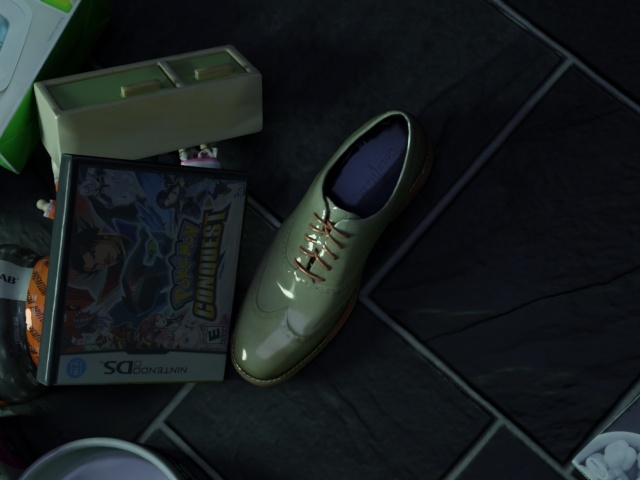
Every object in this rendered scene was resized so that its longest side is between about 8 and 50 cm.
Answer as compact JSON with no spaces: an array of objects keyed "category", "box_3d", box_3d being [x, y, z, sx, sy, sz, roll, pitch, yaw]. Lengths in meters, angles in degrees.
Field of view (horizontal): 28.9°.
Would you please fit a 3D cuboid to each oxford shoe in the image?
[{"category":"oxford shoe","box_3d":[0.000,0.000,1.553,0.140,0.146,0.397,29,86,12]}]

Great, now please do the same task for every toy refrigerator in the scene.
[{"category":"toy refrigerator","box_3d":[-0.216,-0.173,1.581,0.269,0.094,0.102,-14,37,-22]}]

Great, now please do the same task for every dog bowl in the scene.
[{"category":"dog bowl","box_3d":[-0.264,0.380,1.547,0.265,0.104,0.265,-2,79,10]}]

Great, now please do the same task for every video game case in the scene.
[{"category":"video game case","box_3d":[-0.213,0.041,1.523,0.035,0.248,0.275,15,99,54]}]

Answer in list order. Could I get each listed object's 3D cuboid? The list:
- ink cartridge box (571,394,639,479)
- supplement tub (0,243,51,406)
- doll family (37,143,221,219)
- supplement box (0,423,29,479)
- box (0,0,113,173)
[{"category":"ink cartridge box","box_3d":[0.445,0.266,1.472,0.208,0.045,0.206,-44,74,-2]},{"category":"supplement tub","box_3d":[-0.473,0.115,1.586,0.338,0.207,0.207,-7,77,9]},{"category":"doll family","box_3d":[-0.237,-0.044,1.639,0.263,0.118,0.163,-8,70,-10]},{"category":"supplement box","box_3d":[-0.460,0.287,1.541,0.114,0.220,0.111,-39,75,1]},{"category":"box","box_3d":[-0.442,-0.260,1.631,0.231,0.127,0.262,27,79,7]}]
